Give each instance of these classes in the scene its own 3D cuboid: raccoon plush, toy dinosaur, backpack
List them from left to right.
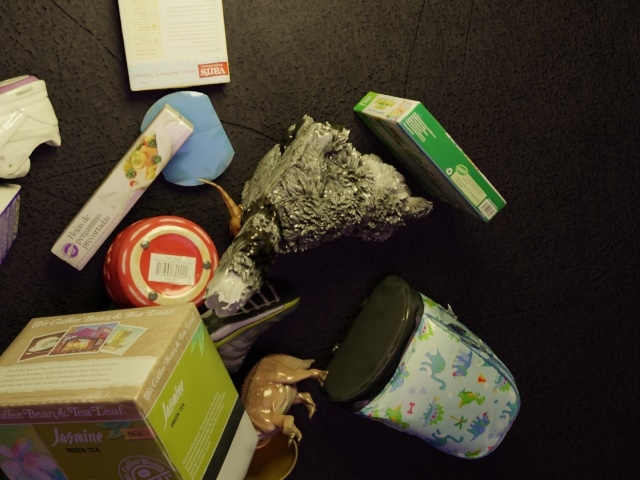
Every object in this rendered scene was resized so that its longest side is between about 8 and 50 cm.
[{"bbox_3d":[-0.148,-0.038,1.310,0.064,0.112,0.211,-28,104,-2],"label":"toy dinosaur"},{"bbox_3d":[-0.111,0.295,1.366,0.200,0.296,0.127,22,138,11],"label":"toy dinosaur"},{"bbox_3d":[0.000,0.000,1.277,0.299,0.216,0.446,37,70,-21],"label":"raccoon plush"},{"bbox_3d":[0.229,0.285,1.454,0.355,0.273,0.290,36,87,-34],"label":"backpack"}]

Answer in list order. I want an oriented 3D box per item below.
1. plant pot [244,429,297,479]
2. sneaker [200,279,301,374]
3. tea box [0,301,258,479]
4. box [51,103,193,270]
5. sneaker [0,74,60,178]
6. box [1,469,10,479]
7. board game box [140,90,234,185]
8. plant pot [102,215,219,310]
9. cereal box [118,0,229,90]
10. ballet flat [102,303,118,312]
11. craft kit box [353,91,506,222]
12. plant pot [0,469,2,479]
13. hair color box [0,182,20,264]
[{"bbox_3d":[-0.122,0.414,1.452,0.134,0.095,0.134,-4,107,-14],"label":"plant pot"},{"bbox_3d":[-0.169,0.183,1.383,0.300,0.111,0.121,-29,129,-6],"label":"sneaker"},{"bbox_3d":[-0.324,0.298,1.158,0.329,0.220,0.324,-8,120,21],"label":"tea box"},{"bbox_3d":[-0.343,-0.093,1.246,0.063,0.067,0.324,38,99,-18],"label":"box"},{"bbox_3d":[-0.544,-0.143,1.125,0.305,0.114,0.152,-36,124,-34],"label":"sneaker"},{"bbox_3d":[-0.582,0.517,1.321,0.300,0.154,0.142,-43,112,-2],"label":"box"},{"bbox_3d":[-0.239,-0.183,1.287,0.133,0.033,0.169,-25,109,0],"label":"board game box"},{"bbox_3d":[-0.272,0.046,1.239,0.191,0.174,0.191,4,80,-22],"label":"plant pot"},{"bbox_3d":[-0.253,-0.383,1.218,0.173,0.047,0.240,-7,107,-13],"label":"cereal box"},{"bbox_3d":[-0.409,0.181,1.322,0.231,0.077,0.077,-35,126,-6],"label":"ballet flat"},{"bbox_3d":[0.191,-0.157,1.301,0.061,0.246,0.250,-47,112,-3],"label":"craft kit box"},{"bbox_3d":[-0.690,0.383,1.234,0.212,0.187,0.212,-35,111,-5],"label":"plant pot"},{"bbox_3d":[-0.572,-0.018,1.073,0.185,0.339,0.110,7,101,-17],"label":"hair color box"}]
